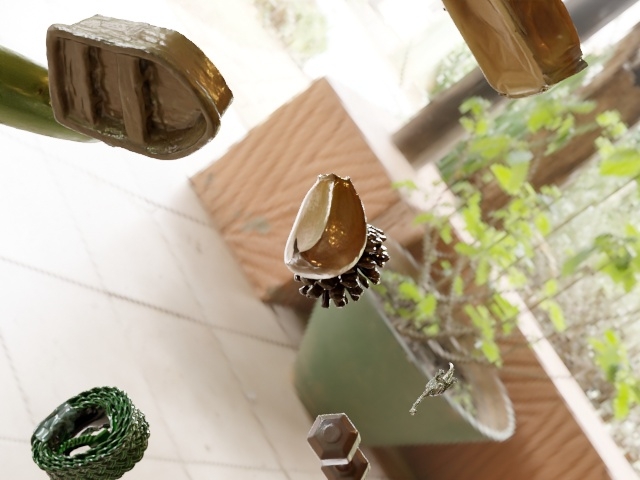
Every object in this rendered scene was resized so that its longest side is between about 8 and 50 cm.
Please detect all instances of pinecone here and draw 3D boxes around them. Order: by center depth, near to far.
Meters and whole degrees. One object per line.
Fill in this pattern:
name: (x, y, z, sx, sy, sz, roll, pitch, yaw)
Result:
pinecone: (0.031, 0.039, 2.137, 0.208, 0.208, 0.208, 49, 14, -17)

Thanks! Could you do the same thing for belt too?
belt: (-0.294, 0.261, 1.376, 0.121, 0.151, 0.079, -117, -176, -45)

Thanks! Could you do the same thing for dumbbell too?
dumbbell: (0.034, 0.382, 1.912, 0.082, 0.092, 0.231, 20, -23, 18)

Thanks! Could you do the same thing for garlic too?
garlic: (0.009, 0.002, 1.652, 0.115, 0.128, 0.206, 30, 43, -8)

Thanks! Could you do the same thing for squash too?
squash: (-0.460, -0.225, 1.597, 0.370, 0.118, 0.118, 21, 28, -27)

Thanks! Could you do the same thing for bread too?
bread: (0.253, -0.315, 1.447, 0.241, 0.107, 0.136, 55, -20, -14)

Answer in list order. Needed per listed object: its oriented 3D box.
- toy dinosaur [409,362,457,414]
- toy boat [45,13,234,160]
toy dinosaur: (0.211, 0.251, 1.883, 0.180, 0.058, 0.037, -24, 75, -50)
toy boat: (-0.162, -0.142, 0.995, 0.188, 0.116, 0.061, 20, 40, 21)
